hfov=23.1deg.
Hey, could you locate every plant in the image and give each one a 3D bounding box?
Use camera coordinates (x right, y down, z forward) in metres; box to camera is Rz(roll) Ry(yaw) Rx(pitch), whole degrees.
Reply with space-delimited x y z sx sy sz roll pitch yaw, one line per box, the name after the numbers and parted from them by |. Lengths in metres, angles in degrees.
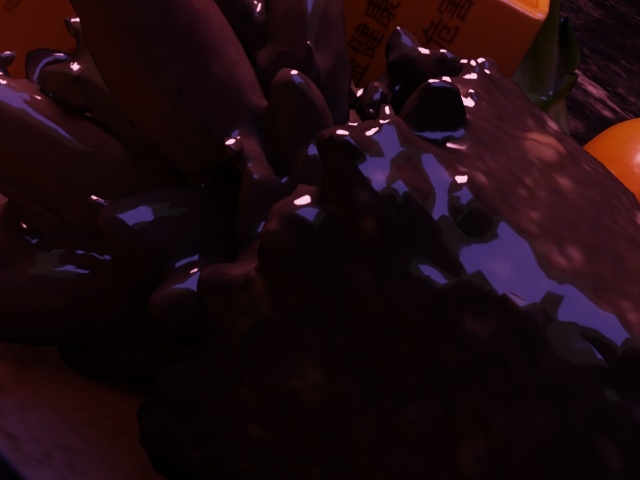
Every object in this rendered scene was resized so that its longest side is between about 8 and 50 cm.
0.000 0.000 0.584 0.321 0.181 0.194 39 25 10 | plant

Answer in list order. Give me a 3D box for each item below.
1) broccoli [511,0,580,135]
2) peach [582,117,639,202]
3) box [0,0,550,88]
0.050 -0.142 0.909 0.254 0.269 0.269 -36 61 -23 | broccoli
0.194 -0.006 0.865 0.138 0.138 0.138 24 24 -11 | peach
-0.054 -0.103 0.725 0.274 0.174 0.076 27 25 -3 | box
